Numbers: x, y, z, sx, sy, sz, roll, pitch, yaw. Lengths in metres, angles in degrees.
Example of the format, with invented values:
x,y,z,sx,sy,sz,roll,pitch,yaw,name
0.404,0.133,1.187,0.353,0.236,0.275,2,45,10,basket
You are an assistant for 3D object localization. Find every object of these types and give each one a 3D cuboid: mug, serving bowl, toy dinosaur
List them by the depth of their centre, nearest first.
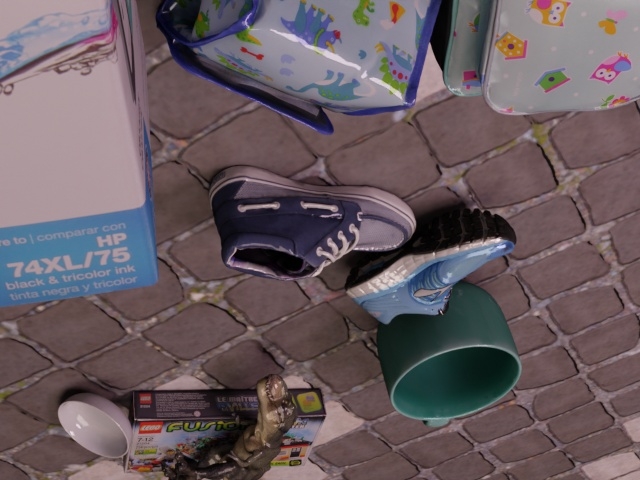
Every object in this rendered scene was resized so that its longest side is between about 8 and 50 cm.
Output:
x,y,z,sx,sy,sz,roll,pitch,yaw,name
0.112,0.108,0.925,0.129,0.097,0.158,20,131,-33,mug
-0.225,0.184,0.963,0.083,0.027,0.083,16,134,17,serving bowl
-0.101,0.238,0.994,0.118,0.064,0.268,-3,143,-21,toy dinosaur

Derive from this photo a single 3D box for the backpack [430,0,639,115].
x,y,z,sx,sy,sz,roll,pitch,yaw,name
0.168,-0.169,0.585,0.188,0.144,0.166,-9,135,-9,backpack

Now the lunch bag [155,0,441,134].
x,y,z,sx,sy,sz,roll,pitch,yaw,name
-0.022,-0.131,0.601,0.128,0.096,0.151,21,172,-31,lunch bag

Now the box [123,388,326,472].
x,y,z,sx,sy,sz,roll,pitch,yaw,name
-0.107,0.208,1.032,0.206,0.036,0.114,2,138,-16,box

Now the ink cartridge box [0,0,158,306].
x,y,z,sx,sy,sz,roll,pitch,yaw,name
-0.190,-0.124,0.427,0.197,0.198,0.270,-7,140,-6,ink cartridge box

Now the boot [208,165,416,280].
x,y,z,sx,sy,sz,roll,pitch,yaw,name
0.000,0.000,0.778,0.189,0.086,0.069,8,136,-23,boot

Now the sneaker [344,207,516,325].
x,y,z,sx,sy,sz,roll,pitch,yaw,name
0.104,0.028,0.844,0.162,0.063,0.073,-25,114,27,sneaker
